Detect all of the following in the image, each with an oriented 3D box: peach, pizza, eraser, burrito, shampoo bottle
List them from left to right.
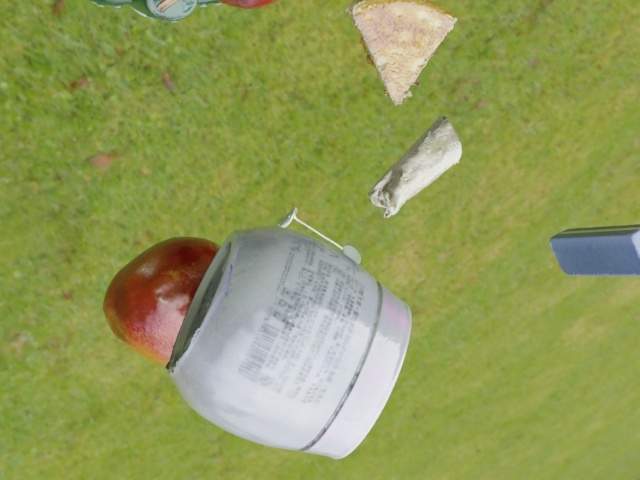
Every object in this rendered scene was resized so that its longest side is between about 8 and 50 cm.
[{"bbox_3d":[-0.219,0.094,1.394,0.243,0.199,0.243,2,160,1],"label":"peach"},{"bbox_3d":[-0.039,0.133,1.171,0.273,0.266,0.273,-58,-169,19],"label":"shampoo bottle"},{"bbox_3d":[0.128,-0.337,1.581,0.201,0.053,0.193,11,96,-16],"label":"pizza"},{"bbox_3d":[0.171,-0.125,1.612,0.226,0.087,0.060,-43,-175,-23],"label":"burrito"},{"bbox_3d":[0.486,0.019,1.530,0.036,0.082,0.225,-34,-168,-22],"label":"eraser"}]

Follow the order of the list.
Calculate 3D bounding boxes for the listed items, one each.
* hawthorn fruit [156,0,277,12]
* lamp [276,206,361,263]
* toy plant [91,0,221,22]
[{"bbox_3d":[-0.129,-0.462,1.321,0.330,0.287,0.287,-49,154,3],"label":"hawthorn fruit"},{"bbox_3d":[0.000,0.000,1.975,0.056,0.198,0.050,-47,-165,33],"label":"lamp"},{"bbox_3d":[-0.262,-0.417,1.463,0.232,0.243,0.112,-22,125,-42],"label":"toy plant"}]
